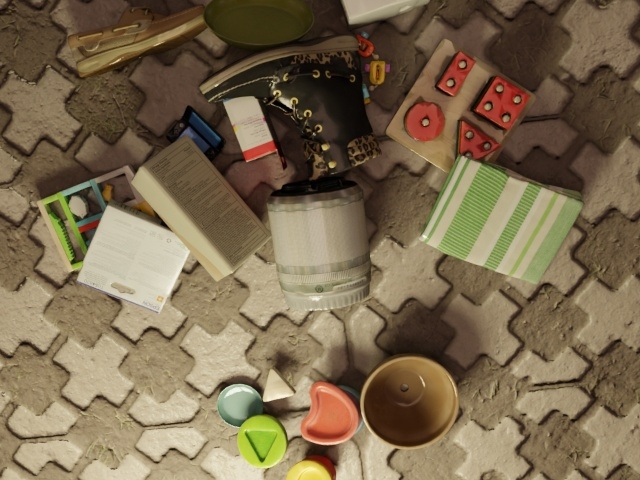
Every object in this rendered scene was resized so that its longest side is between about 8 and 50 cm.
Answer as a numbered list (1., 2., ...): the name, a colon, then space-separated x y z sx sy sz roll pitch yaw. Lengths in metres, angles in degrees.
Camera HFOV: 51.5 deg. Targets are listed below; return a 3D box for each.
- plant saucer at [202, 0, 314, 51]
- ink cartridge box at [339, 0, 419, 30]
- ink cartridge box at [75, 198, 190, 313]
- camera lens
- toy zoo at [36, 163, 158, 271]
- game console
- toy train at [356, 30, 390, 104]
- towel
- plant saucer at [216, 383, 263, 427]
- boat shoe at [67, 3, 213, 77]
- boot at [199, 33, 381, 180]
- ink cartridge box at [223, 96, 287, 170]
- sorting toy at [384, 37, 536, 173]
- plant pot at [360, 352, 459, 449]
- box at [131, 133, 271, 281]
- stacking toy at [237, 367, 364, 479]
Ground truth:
1. plant saucer: -0.135 -0.477 1.452 0.241 0.241 0.037 6 136 1
2. ink cartridge box: 0.111 -0.617 1.409 0.197 0.198 0.270 -18 99 5
3. ink cartridge box: -0.445 0.041 1.601 0.223 0.045 0.224 25 109 -15
4. camera lens: 0.000 0.000 1.516 0.219 0.219 0.274 -7 100 3
5. toy zoo: -0.519 -0.061 1.620 0.293 0.030 0.192 -20 100 6
6. game console: -0.294 -0.239 1.558 0.122 0.071 0.107 45 99 -5
7. toy train: 0.091 -0.387 1.533 0.125 0.046 0.166 31 103 7
8. towel: 0.419 -0.048 1.542 0.325 0.038 0.248 17 114 -12
9. plant saucer: -0.205 0.421 1.703 0.119 0.021 0.119 0 100 1
10. boat shoe: -0.409 -0.473 1.493 0.341 0.121 0.110 -18 100 7
11. boot: -0.044 -0.267 1.417 0.377 0.138 0.284 -23 100 -30
12. ink cartridge box: -0.152 -0.260 1.517 0.078 0.134 0.231 -20 99 5
13. sorting toy: 0.323 -0.287 1.517 0.257 0.089 0.255 31 100 -4
14. plant pot: 0.212 0.380 1.632 0.237 0.110 0.237 0 99 -2
15. box: -0.275 -0.073 1.536 0.148 0.121 0.311 -42 97 -29
16. stacking toy: -0.041 0.480 1.685 0.279 0.130 0.309 26 95 16
